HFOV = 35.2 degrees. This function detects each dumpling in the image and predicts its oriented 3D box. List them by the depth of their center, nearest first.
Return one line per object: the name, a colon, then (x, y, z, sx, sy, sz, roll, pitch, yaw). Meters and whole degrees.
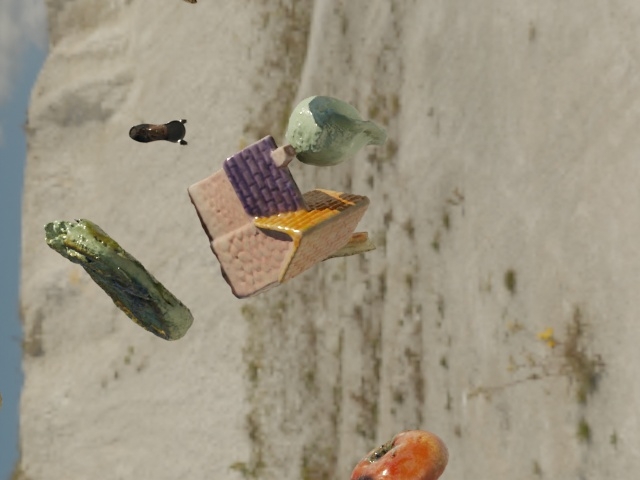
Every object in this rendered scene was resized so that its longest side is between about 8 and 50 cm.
dumpling: (0.015, -0.168, 1.679, 0.108, 0.153, 0.219, -56, 17, -14)

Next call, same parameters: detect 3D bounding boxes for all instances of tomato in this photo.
tomato: (0.146, 0.469, 2.057, 0.095, 0.237, 0.237, 51, 180, -5)

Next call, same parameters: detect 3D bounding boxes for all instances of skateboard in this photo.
skateboard: (-0.407, -0.268, 2.509, 0.080, 0.152, 0.067, -19, -73, -83)

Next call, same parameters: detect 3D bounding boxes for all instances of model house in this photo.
model house: (-0.060, -0.056, 1.732, 0.237, 0.202, 0.236, -25, 88, 47)

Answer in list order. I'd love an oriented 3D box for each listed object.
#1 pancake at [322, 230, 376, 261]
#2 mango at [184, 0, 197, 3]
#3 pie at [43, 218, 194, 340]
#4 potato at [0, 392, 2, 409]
pancake: (0.000, 0.000, 2.205, 0.244, 0.266, 0.057, -41, -53, -66)
mango: (-0.201, -0.502, 1.501, 0.201, 0.153, 0.287, -82, -18, -60)
pie: (-0.340, 0.064, 1.717, 0.067, 0.303, 0.302, -52, -10, -18)
potato: (-0.471, 0.201, 1.202, 0.157, 0.194, 0.157, -5, -90, -73)
